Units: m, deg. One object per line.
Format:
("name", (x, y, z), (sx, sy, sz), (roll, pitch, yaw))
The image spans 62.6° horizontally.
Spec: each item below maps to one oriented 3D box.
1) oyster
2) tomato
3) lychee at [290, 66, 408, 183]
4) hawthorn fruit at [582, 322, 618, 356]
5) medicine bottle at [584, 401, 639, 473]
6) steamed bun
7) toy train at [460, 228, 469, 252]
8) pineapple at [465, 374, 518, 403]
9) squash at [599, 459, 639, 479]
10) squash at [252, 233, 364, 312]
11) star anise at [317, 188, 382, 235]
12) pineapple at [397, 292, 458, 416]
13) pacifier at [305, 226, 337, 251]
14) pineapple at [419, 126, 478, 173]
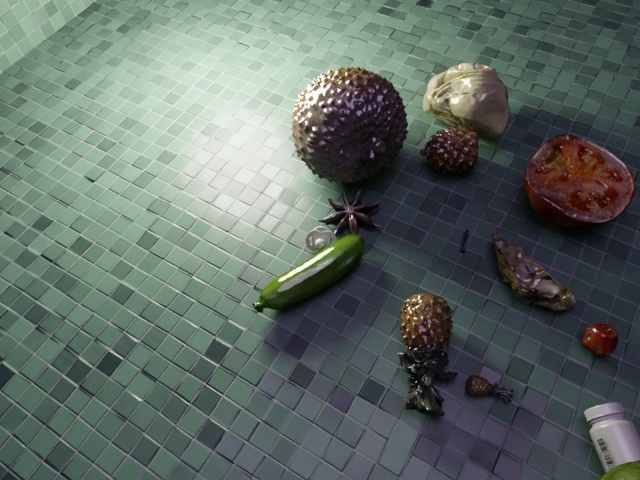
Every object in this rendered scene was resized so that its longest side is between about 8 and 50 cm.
("oyster", (0.599, 0.094, 1.536), (0.166, 0.094, 0.294), (-5, 45, -21))
("tomato", (0.785, -0.157, 1.637), (0.338, 0.144, 0.338), (0, 59, 0))
("lychee", (0.083, -0.381, 1.713), (0.380, 0.380, 0.432), (-27, 47, -12))
("hawthorn fruit", (0.749, 0.262, 1.401), (0.093, 0.093, 0.093), (-2, 57, 3))
("medicine bottle", (0.709, 0.490, 1.249), (0.102, 0.103, 0.187), (-9, 57, -1))
("steamed bun", (0.512, -0.490, 1.803), (0.276, 0.289, 0.203), (26, 98, -18))
("toy train", (0.449, 0.000, 1.638), (0.017, 0.017, 0.083), (9, 58, 19))
("pineapple", (0.446, 0.390, 1.375), (0.124, 0.058, 0.058), (17, 59, -1))
("squash", (0.647, 0.598, 1.029), (0.310, 0.310, 0.309), (7, 76, 9))
("squash", (-0.021, 0.103, 1.559), (0.395, 0.107, 0.107), (-30, 60, -15))
("star anise", (0.102, -0.076, 1.689), (0.204, 0.061, 0.180), (-35, 68, -14))
("pineapple", (0.287, 0.304, 1.394), (0.170, 0.141, 0.310), (14, 64, -16))
("pacifier", (0.000, 0.000, 1.636), (0.099, 0.078, 0.081), (3, 101, 8))
("pineapple", (0.429, -0.299, 1.756), (0.193, 0.166, 0.166), (-1, 57, 15))
